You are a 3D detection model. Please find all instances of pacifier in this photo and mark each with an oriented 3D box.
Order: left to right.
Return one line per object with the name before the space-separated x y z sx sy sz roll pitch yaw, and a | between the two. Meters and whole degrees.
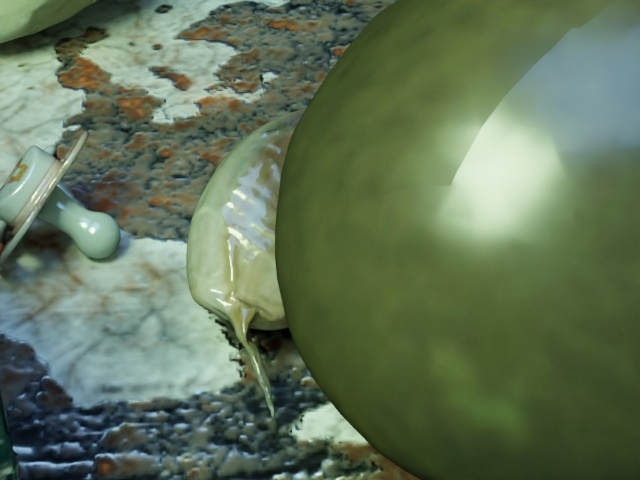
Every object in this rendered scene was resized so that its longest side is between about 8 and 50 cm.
pacifier | -0.157 -0.016 0.770 0.078 0.081 0.099 32 73 -11

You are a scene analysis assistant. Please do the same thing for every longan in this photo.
longan | 0.148 -0.016 0.609 0.350 0.288 0.288 -19 47 -22

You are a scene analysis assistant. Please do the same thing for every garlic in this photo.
garlic | -0.012 0.000 0.731 0.128 0.090 0.198 36 50 16

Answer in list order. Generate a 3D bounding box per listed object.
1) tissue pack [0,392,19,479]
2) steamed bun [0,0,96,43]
tissue pack | -0.369 0.076 0.531 0.416 0.253 0.264 -30 52 -27
steamed bun | -0.286 -0.321 0.937 0.342 0.255 0.368 13 71 -21
